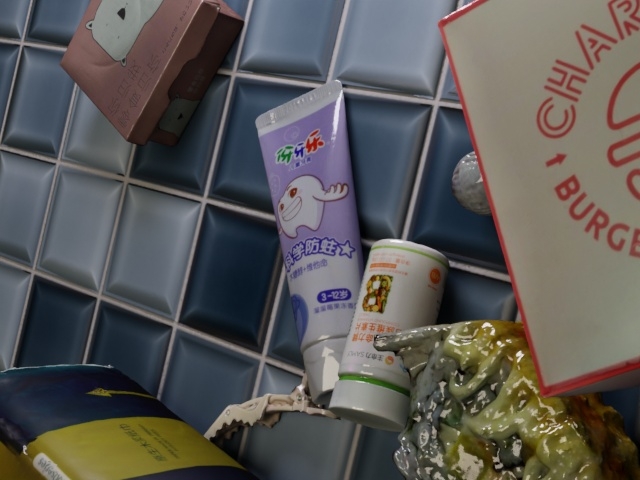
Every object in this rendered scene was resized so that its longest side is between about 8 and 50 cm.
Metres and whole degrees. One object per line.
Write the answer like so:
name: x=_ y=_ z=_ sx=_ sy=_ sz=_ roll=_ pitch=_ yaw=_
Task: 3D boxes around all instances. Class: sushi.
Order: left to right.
sushi: x=0.173 y=0.182 z=1.100 sx=0.184 sy=0.139 sz=0.274 roll=-45 pitch=56 yaw=26

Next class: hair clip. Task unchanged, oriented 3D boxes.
hair clip: x=-0.065 y=0.195 z=1.383 sx=0.226 sy=0.034 sz=0.072 roll=-22 pitch=65 yaw=39

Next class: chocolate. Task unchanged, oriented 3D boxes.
chocolate: x=0.202 y=-0.065 z=1.164 sx=0.167 sy=0.072 sz=0.072 roll=-8 pitch=77 yaw=41

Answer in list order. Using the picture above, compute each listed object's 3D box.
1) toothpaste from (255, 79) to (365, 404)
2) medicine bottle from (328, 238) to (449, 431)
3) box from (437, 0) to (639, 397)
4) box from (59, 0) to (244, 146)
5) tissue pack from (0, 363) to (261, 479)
toothpaste: x=0.000 y=0.000 z=1.341 sx=0.125 sy=0.080 sz=0.371 roll=-22 pitch=63 yaw=28
medicine bottle: x=0.072 y=0.096 z=1.212 sx=0.086 sy=0.086 sz=0.183 roll=-1 pitch=66 yaw=42
box: x=0.325 y=-0.071 z=0.894 sx=0.314 sy=0.300 sz=0.312 roll=-26 pitch=69 yaw=36
box: x=-0.225 y=-0.263 z=1.572 sx=0.215 sy=0.086 sz=0.215 roll=45 pitch=113 yaw=37
tissue pack: x=-0.228 y=0.344 z=1.342 sx=0.417 sy=0.253 sz=0.264 roll=28 pitch=108 yaw=42
